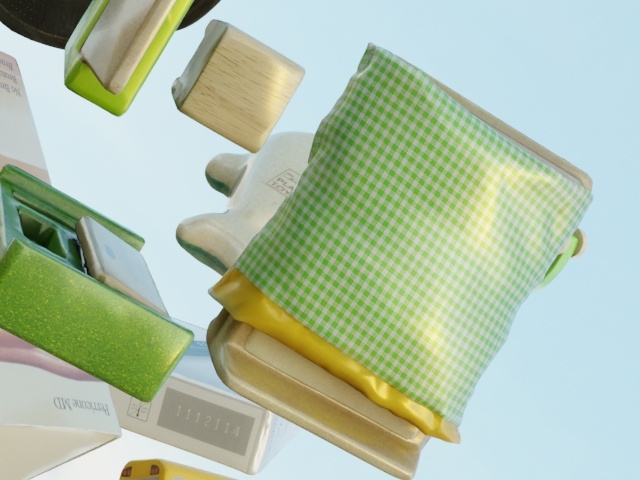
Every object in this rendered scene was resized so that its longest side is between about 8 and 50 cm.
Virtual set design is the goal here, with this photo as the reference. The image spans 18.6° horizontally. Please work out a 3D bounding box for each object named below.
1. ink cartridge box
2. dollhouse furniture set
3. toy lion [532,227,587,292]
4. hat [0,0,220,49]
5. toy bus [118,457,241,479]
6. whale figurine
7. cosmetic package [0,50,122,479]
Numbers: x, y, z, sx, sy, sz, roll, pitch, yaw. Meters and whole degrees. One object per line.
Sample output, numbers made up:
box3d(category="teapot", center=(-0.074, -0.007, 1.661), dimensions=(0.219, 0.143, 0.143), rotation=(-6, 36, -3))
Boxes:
box3d(category="ink cartridge box", center=(-0.148, 0.091, 1.656), dimensions=(0.296, 0.066, 0.261), rotation=(19, 14, 11))
box3d(category="dollhouse furniture set", center=(0.000, 0.000, 0.991), dimensions=(0.301, 0.197, 0.151), rotation=(29, 7, -20))
box3d(category="toy lion", center=(0.130, 0.001, 1.416), dimensions=(0.034, 0.096, 0.100), rotation=(11, 33, -53))
box3d(category="hat", center=(-0.177, -0.330, 1.830), dimensions=(0.331, 0.331, 0.134), rotation=(50, 22, 11))
box3d(category="toy bus", center=(-0.138, 0.342, 2.308), dimensions=(0.332, 0.130, 0.108), rotation=(20, -18, -33))
box3d(category="whale figurine", center=(-0.040, -0.006, 2.013), dimensions=(0.216, 0.272, 0.141), rotation=(34, -54, 19))
box3d(category="cosmetic package", center=(-0.258, 0.015, 1.326), dimensions=(0.153, 0.129, 0.296), rotation=(14, 54, -62))
